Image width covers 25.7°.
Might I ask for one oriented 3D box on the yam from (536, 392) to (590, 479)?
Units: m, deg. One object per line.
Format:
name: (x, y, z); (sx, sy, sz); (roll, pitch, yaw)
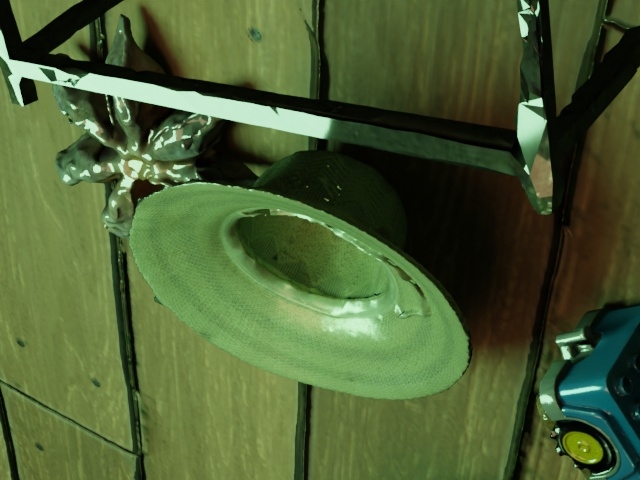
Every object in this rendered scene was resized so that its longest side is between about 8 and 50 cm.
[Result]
yam: (0.232, 0.188, 0.988); (0.057, 0.057, 0.241); (-20, 113, 48)

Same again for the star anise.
star anise: (-0.139, -0.075, 1.047); (0.208, 0.063, 0.171); (-13, 115, 46)

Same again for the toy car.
toy car: (0.226, 0.128, 0.897); (0.100, 0.097, 0.191); (-16, 114, 46)

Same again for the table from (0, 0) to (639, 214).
table: (-0.002, -0.208, 0.682); (0.335, 0.222, 0.272); (14, 132, 32)

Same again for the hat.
hat: (0.000, 0.000, 0.958); (0.252, 0.110, 0.252); (19, 151, 11)
